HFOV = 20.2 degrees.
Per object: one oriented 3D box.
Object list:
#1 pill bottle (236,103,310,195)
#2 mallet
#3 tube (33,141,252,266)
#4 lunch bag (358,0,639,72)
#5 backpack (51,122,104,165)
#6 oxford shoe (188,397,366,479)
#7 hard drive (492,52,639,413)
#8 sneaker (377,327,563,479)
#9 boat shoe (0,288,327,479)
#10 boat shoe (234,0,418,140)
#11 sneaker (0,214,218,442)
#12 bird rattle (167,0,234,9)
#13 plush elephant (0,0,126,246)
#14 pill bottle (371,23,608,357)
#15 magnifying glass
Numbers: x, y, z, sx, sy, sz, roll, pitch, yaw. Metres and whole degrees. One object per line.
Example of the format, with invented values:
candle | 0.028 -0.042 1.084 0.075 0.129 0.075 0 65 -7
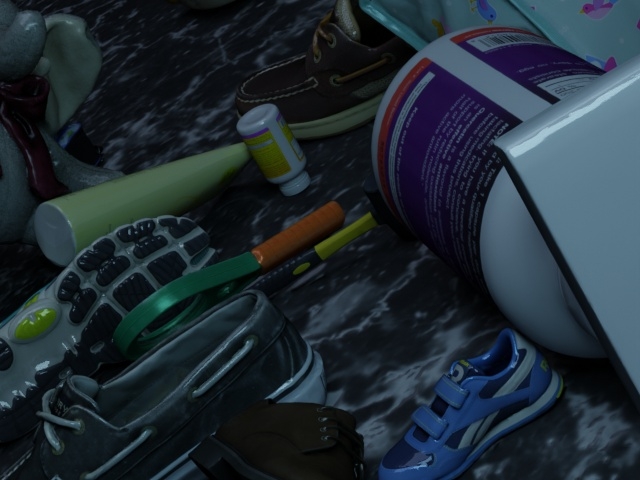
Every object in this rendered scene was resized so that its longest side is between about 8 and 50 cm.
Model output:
pill bottle | -0.041 -0.083 1.668 0.043 0.083 0.043 -24 26 12
mallet | 0.000 0.000 1.501 0.189 0.062 0.039 -26 27 8
tube | -0.150 -0.040 1.649 0.070 0.062 0.240 14 27 42
lunch bag | 0.204 -0.213 1.520 0.223 0.262 0.160 -46 -10 -33
backpack | -0.311 -0.081 1.945 0.114 0.084 0.105 -21 24 25
oxford shoe | -0.006 0.150 1.201 0.096 0.083 0.227 -45 30 -13
hard drive | 0.309 -0.048 1.073 0.353 0.233 0.047 -31 14 -3
sneaker | 0.092 0.114 1.205 0.144 0.059 0.053 -37 28 -10
boat shoe | -0.160 0.146 1.337 0.335 0.119 0.121 -33 26 -7
boat shoe | 0.050 -0.190 1.722 0.342 0.123 0.123 -10 32 35
sneaker | -0.218 0.065 1.573 0.275 0.107 0.110 -34 17 -9
bird rattle | -0.091 -0.360 2.233 0.253 0.143 0.207 14 60 38
plush elephant | -0.319 -0.127 1.738 0.272 0.255 0.330 3 7 -32
pill bottle | 0.166 -0.033 1.253 0.181 0.181 0.323 -32 26 -5
magnifying glass | -0.076 0.031 1.527 0.231 0.026 0.092 -30 -19 -21
